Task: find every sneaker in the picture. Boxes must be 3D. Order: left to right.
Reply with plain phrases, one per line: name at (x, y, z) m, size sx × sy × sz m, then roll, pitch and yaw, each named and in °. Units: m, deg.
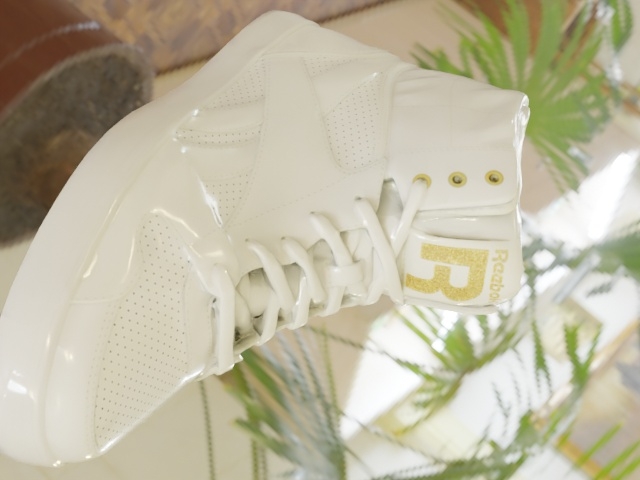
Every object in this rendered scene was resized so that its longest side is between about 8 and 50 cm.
sneaker at (0.000, 0.000, 0.547) m, size 0.292 × 0.169 × 0.108 m, roll -56°, pitch 157°, yaw -44°
